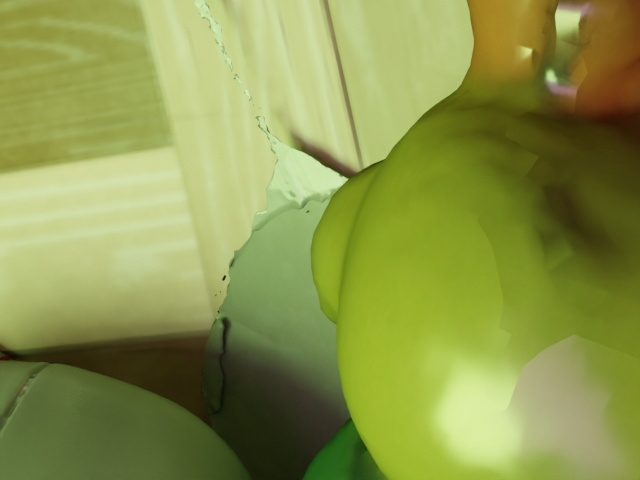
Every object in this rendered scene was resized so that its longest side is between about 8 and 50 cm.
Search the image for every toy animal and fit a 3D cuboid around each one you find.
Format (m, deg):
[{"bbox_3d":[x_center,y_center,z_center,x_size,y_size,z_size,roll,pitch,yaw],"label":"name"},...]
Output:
[{"bbox_3d":[0.087,0.061,0.636,0.216,0.191,0.338,17,110,13],"label":"toy animal"}]

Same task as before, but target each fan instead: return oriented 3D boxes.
[{"bbox_3d":[0.000,0.000,0.762,0.182,0.010,0.310,-22,97,25],"label":"fan"}]

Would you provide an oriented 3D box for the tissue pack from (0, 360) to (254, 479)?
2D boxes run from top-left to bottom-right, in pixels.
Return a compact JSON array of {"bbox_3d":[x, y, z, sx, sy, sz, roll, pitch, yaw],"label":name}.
[{"bbox_3d":[-0.114,0.221,0.737,0.236,0.229,0.333,3,122,9],"label":"tissue pack"}]

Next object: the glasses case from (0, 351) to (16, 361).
[{"bbox_3d":[-0.184,0.075,0.847,0.194,0.049,0.073,26,114,16],"label":"glasses case"}]
